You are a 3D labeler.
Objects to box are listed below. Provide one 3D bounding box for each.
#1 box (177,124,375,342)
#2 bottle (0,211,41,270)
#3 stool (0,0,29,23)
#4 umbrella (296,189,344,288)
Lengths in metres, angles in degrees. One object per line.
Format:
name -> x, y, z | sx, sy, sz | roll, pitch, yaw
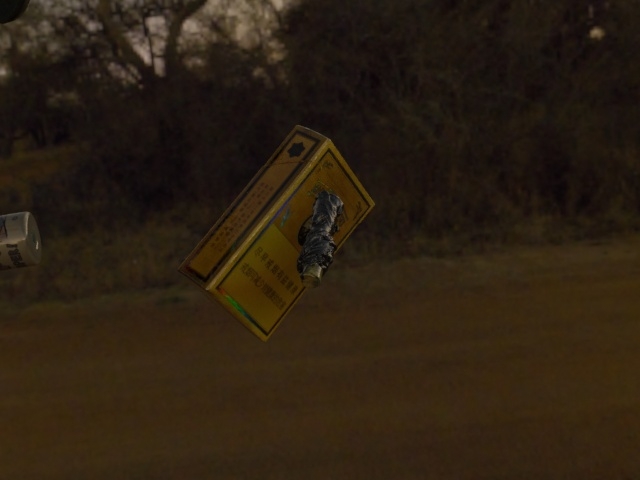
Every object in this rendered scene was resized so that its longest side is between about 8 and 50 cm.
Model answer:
box -> -0.063, -0.008, 1.538 | 0.084, 0.301, 0.193 | 31, -13, 38
bottle -> -0.602, 0.017, 1.681 | 0.209, 0.097, 0.110 | -10, 44, -3
stool -> -0.478, -0.450, 1.170 | 0.310, 0.310, 0.226 | 8, 44, 10
umbrella -> 0.000, 0.000, 1.034 | 0.037, 0.040, 0.144 | -29, 28, 28
